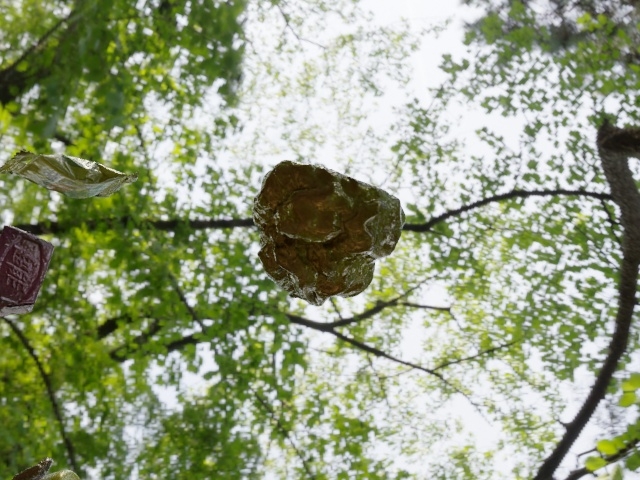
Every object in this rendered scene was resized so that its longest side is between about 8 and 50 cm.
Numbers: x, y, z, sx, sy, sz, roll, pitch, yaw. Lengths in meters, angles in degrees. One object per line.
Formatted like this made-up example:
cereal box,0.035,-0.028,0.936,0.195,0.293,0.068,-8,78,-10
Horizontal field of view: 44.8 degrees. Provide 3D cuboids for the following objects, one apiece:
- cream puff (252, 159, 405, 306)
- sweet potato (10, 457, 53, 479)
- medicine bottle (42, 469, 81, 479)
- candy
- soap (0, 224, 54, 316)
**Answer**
cream puff,0.000,0.000,1.537,0.324,0.291,0.257,13,-95,47
sweet potato,-0.476,0.368,1.103,0.050,0.214,0.050,23,-59,46
medicine bottle,-0.565,0.528,1.485,0.212,0.122,0.122,-20,-113,1
candy,-0.584,-0.150,1.801,0.187,0.297,0.081,-16,-108,46
soap,-0.854,0.099,2.175,0.099,0.162,0.250,-39,-144,41
